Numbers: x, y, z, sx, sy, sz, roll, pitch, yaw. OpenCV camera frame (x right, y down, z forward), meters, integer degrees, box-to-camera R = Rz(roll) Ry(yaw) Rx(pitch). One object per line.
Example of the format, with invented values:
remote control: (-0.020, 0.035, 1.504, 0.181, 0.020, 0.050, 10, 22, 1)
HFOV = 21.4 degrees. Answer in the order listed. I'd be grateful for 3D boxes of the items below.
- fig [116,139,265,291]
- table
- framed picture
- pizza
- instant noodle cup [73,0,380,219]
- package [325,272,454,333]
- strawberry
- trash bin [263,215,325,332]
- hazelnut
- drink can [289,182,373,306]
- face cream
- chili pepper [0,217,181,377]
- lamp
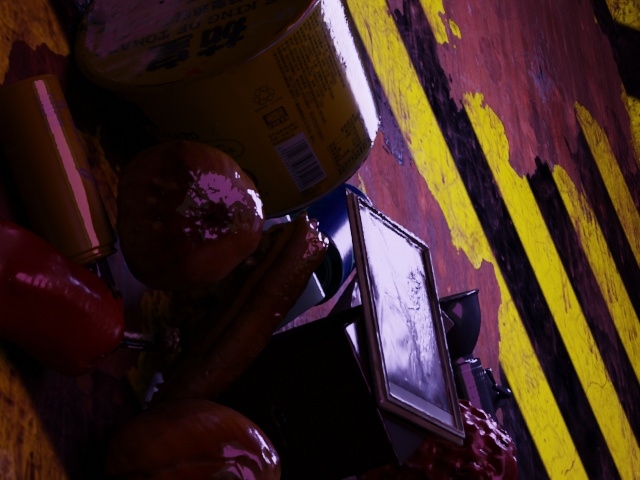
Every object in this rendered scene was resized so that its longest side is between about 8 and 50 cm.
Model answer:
fig: (-0.158, -0.022, 1.790, 0.159, 0.257, 0.159, 2, 86, -21)
table: (0.002, 0.185, 1.953, 0.169, 0.193, 0.172, 68, 24, -5)
framed picture: (0.100, 0.090, 1.975, 0.216, 0.016, 0.273, 31, 44, -55)
pizza: (-0.085, 0.047, 1.833, 0.074, 0.251, 0.287, 38, 26, -20)
instant noodle cup: (-0.086, -0.195, 1.954, 0.325, 0.326, 0.254, -85, 154, -44)
package: (0.069, 0.159, 2.226, 0.204, 0.062, 0.251, 49, 56, -39)
strawberry: (0.175, 0.307, 2.180, 0.234, 0.178, 0.234, -9, 102, -48)
trash bin: (-0.068, 0.036, 2.043, 0.116, 0.059, 0.130, -33, 106, -31)
hazelnut: (-0.123, 0.235, 1.686, 0.182, 0.182, 0.182, 46, 34, -42)
drink can: (0.000, 0.000, 2.186, 0.118, 0.118, 0.205, 64, 26, -12)
face cream: (-0.257, -0.029, 1.713, 0.078, 0.078, 0.273, -20, 90, -66)
chili pepper: (-0.285, 0.046, 1.576, 0.387, 0.110, 0.110, 33, 42, -46)
lamp: (0.190, 0.195, 2.406, 0.172, 0.147, 0.227, -15, 88, -48)
